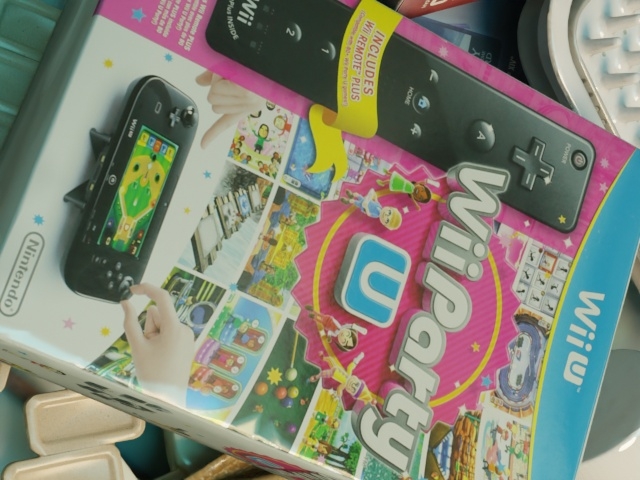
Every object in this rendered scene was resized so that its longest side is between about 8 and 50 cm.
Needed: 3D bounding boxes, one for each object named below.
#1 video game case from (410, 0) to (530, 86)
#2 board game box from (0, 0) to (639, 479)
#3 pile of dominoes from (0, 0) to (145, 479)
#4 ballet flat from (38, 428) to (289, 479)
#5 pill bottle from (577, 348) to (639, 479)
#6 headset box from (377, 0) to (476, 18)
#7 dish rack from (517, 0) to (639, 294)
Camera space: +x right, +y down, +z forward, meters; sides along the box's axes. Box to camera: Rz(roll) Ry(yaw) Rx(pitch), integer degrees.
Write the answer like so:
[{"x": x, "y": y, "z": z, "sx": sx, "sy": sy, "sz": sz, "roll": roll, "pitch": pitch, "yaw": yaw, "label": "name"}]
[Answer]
[{"x": 0.024, "y": -0.085, "z": 0.797, "sx": 0.274, "sy": 0.026, "sz": 0.196, "roll": 11, "pitch": 91, "yaw": -31, "label": "video game case"}, {"x": 0.000, "y": 0.000, "z": 0.670, "sx": 0.303, "sy": 0.097, "sz": 0.224, "roll": 26, "pitch": 72, "yaw": -23, "label": "board game box"}, {"x": -0.161, "y": 0.008, "z": 0.668, "sx": 0.196, "sy": 0.040, "sz": 0.251, "roll": 21, "pitch": 77, "yaw": -24, "label": "pile of dominoes"}, {"x": -0.067, "y": 0.121, "z": 0.733, "sx": 0.342, "sy": 0.116, "sz": 0.124, "roll": -34, "pitch": 91, "yaw": -22, "label": "ballet flat"}, {"x": 0.226, "y": 0.181, "z": 0.888, "sx": 0.121, "sy": 0.121, "sz": 0.221, "roll": -45, "pitch": 114, "yaw": -17, "label": "pill bottle"}, {"x": 0.099, "y": -0.252, "z": 0.717, "sx": 0.293, "sy": 0.110, "sz": 0.218, "roll": -20, "pitch": 74, "yaw": -26, "label": "headset box"}, {"x": 0.258, "y": -0.080, "z": 0.882, "sx": 0.285, "sy": 0.072, "sz": 0.333, "roll": -45, "pitch": 115, "yaw": -28, "label": "dish rack"}]
